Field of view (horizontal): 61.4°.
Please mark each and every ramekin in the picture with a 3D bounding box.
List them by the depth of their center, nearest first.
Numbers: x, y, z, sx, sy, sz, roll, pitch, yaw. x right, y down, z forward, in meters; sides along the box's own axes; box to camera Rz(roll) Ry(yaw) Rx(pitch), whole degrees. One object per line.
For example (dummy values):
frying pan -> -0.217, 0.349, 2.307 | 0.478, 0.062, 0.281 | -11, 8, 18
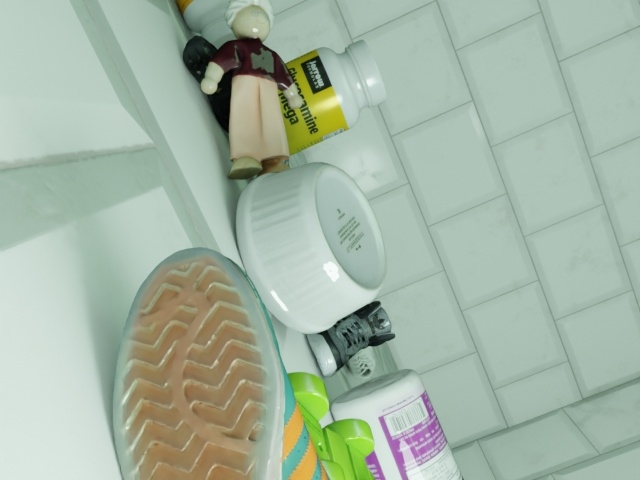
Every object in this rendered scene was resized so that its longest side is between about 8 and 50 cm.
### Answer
ramekin -> 0.000, 0.000, 0.860 | 0.273, 0.127, 0.273 | 39, 38, -41

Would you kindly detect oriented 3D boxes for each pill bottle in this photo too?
pill bottle -> 0.147, 0.391, 0.923 | 0.169, 0.169, 0.302 | 30, 38, -81
pill bottle -> -0.240, -0.526, 1.135 | 0.136, 0.136, 0.246 | -20, 87, -85
pill bottle -> -0.033, -0.306, 1.193 | 0.188, 0.333, 0.188 | -24, 90, -85

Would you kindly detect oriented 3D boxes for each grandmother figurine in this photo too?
grandmother figurine -> -0.112, -0.279, 0.956 | 0.207, 0.103, 0.343 | 4, 77, -52

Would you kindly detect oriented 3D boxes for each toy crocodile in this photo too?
toy crocodile -> -0.009, 0.227, 0.532 | 0.341, 0.105, 0.115 | 55, 13, -45

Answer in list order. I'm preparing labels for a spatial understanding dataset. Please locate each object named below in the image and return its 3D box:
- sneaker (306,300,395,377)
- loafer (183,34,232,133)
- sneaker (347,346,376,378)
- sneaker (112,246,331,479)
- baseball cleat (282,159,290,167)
sneaker -> 0.064, 0.183, 1.063 | 0.268, 0.152, 0.101 | 10, 56, -84
loafer -> -0.180, -0.285, 1.026 | 0.078, 0.076, 0.223 | -93, 158, -47
sneaker -> 0.096, 0.274, 1.310 | 0.091, 0.094, 0.258 | 65, 3, 28
sneaker -> -0.050, 0.157, 0.358 | 0.121, 0.108, 0.303 | 47, 29, -77
baseball cleat -> -0.098, -0.135, 1.087 | 0.206, 0.072, 0.110 | 58, 41, -58
